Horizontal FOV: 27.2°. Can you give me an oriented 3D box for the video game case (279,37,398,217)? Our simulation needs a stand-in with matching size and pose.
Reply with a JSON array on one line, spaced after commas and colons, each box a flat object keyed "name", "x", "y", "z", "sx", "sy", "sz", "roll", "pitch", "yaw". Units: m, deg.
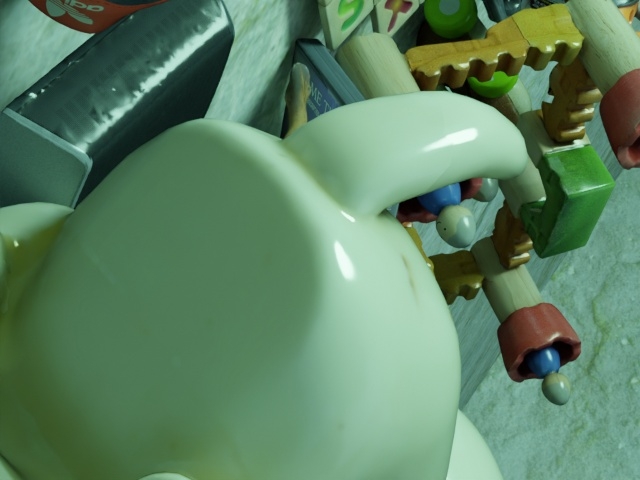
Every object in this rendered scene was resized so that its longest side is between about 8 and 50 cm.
[{"name": "video game case", "x": 0.000, "y": 0.000, "z": 1.087, "sx": 0.026, "sy": 0.196, "sz": 0.274, "roll": -3, "pitch": 124, "yaw": -22}]

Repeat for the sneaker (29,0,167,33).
[{"name": "sneaker", "x": -0.055, "y": -0.241, "z": 0.681, "sx": 0.148, "sy": 0.131, "sz": 0.350, "roll": -39, "pitch": -164, "yaw": 51}]

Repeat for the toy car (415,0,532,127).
[{"name": "toy car", "x": 0.106, "y": -0.143, "z": 1.352, "sx": 0.188, "sy": 0.149, "sz": 0.155, "roll": -33, "pitch": 160, "yaw": 5}]

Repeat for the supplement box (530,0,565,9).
[{"name": "supplement box", "x": 0.324, "y": -0.384, "z": 1.629, "sx": 0.130, "sy": 0.073, "sz": 0.239, "roll": -57, "pitch": 164, "yaw": -15}]

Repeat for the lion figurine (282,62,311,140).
[{"name": "lion figurine", "x": -0.105, "y": 0.058, "z": 0.901, "sx": 0.240, "sy": 0.142, "sz": 0.392, "roll": -40, "pitch": 153, "yaw": -81}]

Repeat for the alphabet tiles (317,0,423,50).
[{"name": "alphabet tiles", "x": 0.082, "y": -0.314, "z": 1.037, "sx": 0.285, "sy": 0.011, "sz": 0.342, "roll": -49, "pitch": 155, "yaw": -19}]

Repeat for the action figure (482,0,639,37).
[{"name": "action figure", "x": 0.284, "y": -0.283, "z": 1.351, "sx": 0.330, "sy": 0.178, "sz": 0.341, "roll": 57, "pitch": 31, "yaw": -23}]

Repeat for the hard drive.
[{"name": "hard drive", "x": -0.135, "y": -0.032, "z": 0.752, "sx": 0.172, "sy": 0.054, "sz": 0.254, "roll": -49, "pitch": 177, "yaw": -37}]

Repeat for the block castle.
[{"name": "block castle", "x": 0.142, "y": 0.007, "z": 1.224, "sx": 0.303, "sy": 0.213, "sz": 0.453, "roll": -13, "pitch": 148, "yaw": -17}]

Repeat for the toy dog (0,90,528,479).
[{"name": "toy dog", "x": -0.038, "y": 0.120, "z": 0.699, "sx": 0.395, "sy": 0.284, "sz": 0.408, "roll": -52, "pitch": 148, "yaw": -8}]
